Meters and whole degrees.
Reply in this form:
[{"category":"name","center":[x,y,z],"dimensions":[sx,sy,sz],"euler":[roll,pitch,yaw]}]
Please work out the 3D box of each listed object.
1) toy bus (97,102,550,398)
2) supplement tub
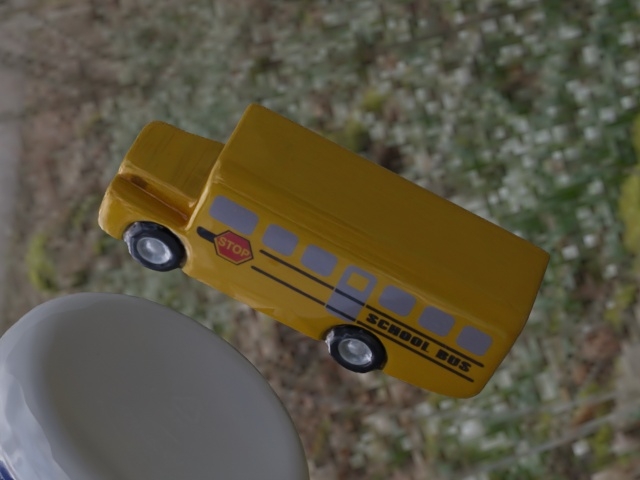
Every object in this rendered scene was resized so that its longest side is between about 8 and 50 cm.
[{"category":"toy bus","center":[0.000,0.000,1.552],"dimensions":[0.333,0.108,0.130],"euler":[27,136,0]},{"category":"supplement tub","center":[-0.182,0.218,1.340],"dimensions":[0.325,0.235,0.235],"euler":[-51,57,31]}]
